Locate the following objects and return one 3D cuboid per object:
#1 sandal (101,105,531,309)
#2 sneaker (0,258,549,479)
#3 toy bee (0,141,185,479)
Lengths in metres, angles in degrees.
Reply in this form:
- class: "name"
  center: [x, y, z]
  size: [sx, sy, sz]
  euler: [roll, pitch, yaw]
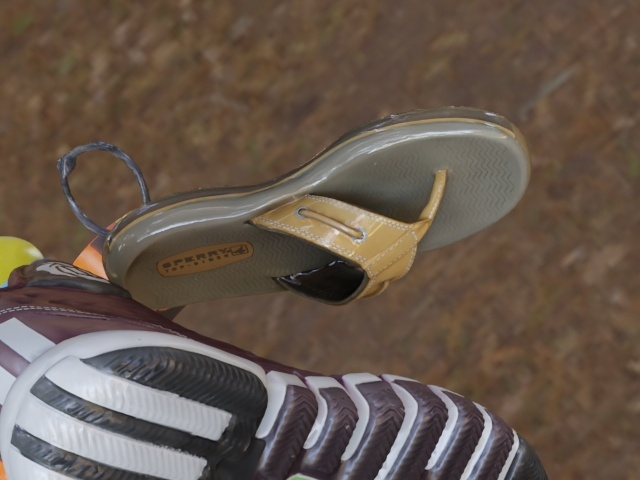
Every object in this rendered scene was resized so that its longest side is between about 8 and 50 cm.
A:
- class: "sandal"
  center: [0.000, 0.000, 0.769]
  size: [0.180, 0.072, 0.049]
  euler: [-16, 47, 6]
- class: "sneaker"
  center: [-0.036, 0.069, 0.743]
  size: [0.162, 0.281, 0.106]
  euler: [29, 90, 45]
- class: "toy bee"
  center: [-0.124, 0.053, 1.219]
  size: [0.298, 0.195, 0.162]
  euler: [-34, -2, 39]
